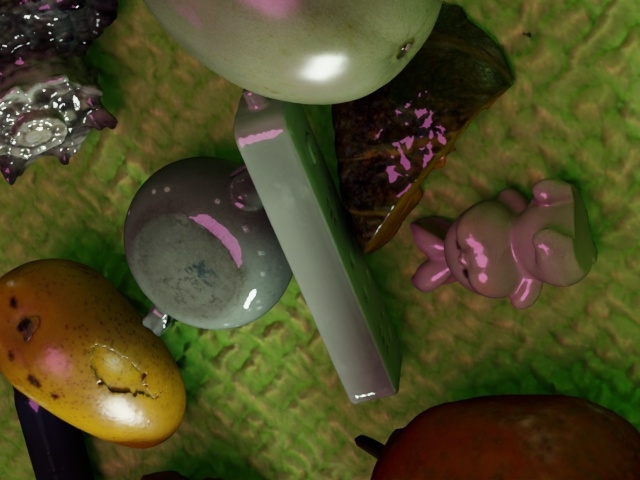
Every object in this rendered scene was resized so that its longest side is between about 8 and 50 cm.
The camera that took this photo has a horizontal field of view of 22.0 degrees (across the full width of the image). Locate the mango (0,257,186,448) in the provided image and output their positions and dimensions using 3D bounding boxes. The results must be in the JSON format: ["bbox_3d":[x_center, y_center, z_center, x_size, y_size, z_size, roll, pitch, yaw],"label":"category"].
[{"bbox_3d":[-0.257,0.140,1.890,0.290,0.160,0.191,46,172,-32],"label":"mango"}]

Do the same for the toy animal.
[{"bbox_3d":[0.166,0.013,1.649,0.212,0.124,0.124,-13,109,29],"label":"toy animal"}]

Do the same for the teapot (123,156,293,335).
[{"bbox_3d":[-0.115,-0.001,1.784,0.193,0.129,0.294,39,129,4],"label":"teapot"}]

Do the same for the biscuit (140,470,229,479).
[{"bbox_3d":[-0.173,0.470,2.028,0.342,0.166,0.395,46,125,-8],"label":"biscuit"}]

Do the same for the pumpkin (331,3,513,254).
[{"bbox_3d":[0.052,-0.113,1.646,0.163,0.111,0.278,41,128,8],"label":"pumpkin"}]

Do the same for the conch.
[{"bbox_3d":[-0.323,-0.187,1.767,0.240,0.186,0.313,19,108,-15],"label":"conch"}]

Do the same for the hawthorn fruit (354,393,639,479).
[{"bbox_3d":[0.176,0.276,1.711,0.369,0.284,0.285,22,127,39],"label":"hawthorn fruit"}]

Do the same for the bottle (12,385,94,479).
[{"bbox_3d":[-0.331,0.248,2.063,0.082,0.072,0.244,-5,114,17],"label":"bottle"}]

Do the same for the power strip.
[{"bbox_3d":[0.000,0.000,1.697,0.062,0.091,0.385,-13,122,15],"label":"power strip"}]

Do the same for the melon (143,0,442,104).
[{"bbox_3d":[-0.041,-0.279,1.503,0.330,0.268,0.268,44,128,15],"label":"melon"}]
